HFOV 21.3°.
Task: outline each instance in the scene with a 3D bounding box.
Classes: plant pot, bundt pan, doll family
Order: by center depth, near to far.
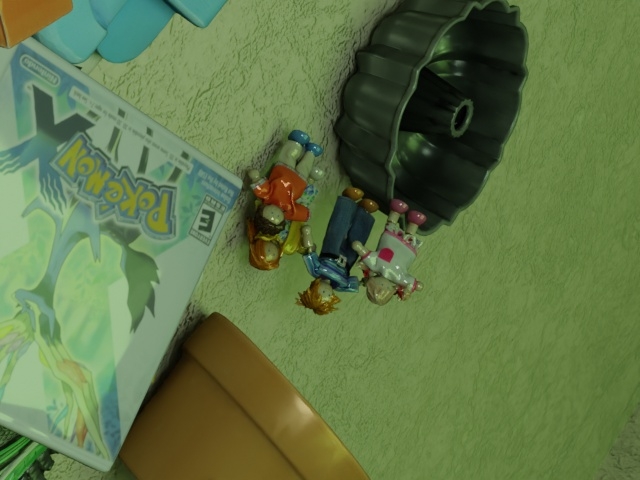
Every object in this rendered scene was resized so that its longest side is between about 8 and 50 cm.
[{"bbox_3d":[-0.105,0.258,2.038,0.203,0.291,0.291,-41,147,-8],"label":"plant pot"},{"bbox_3d":[0.000,0.000,2.099,0.263,0.118,0.163,33,61,-18],"label":"doll family"},{"bbox_3d":[0.136,-0.178,2.234,0.331,0.124,0.331,-38,140,-41],"label":"bundt pan"}]

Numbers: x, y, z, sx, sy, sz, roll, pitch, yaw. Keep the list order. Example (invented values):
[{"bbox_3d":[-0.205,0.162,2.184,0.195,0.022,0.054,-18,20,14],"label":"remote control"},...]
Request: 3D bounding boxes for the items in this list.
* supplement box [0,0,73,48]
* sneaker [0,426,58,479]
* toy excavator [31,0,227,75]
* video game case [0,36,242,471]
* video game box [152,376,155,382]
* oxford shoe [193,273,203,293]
[{"bbox_3d":[-0.308,-0.217,1.355,0.078,0.233,0.080,-40,134,-37],"label":"supplement box"},{"bbox_3d":[-0.309,0.149,1.719,0.146,0.134,0.343,36,77,-24],"label":"sneaker"},{"bbox_3d":[-0.232,-0.212,1.569,0.445,0.222,0.433,-50,151,0],"label":"toy excavator"},{"bbox_3d":[-0.239,0.008,1.461,0.329,0.036,0.300,34,76,-42],"label":"video game case"},{"bbox_3d":[-0.229,0.068,1.897,0.187,0.048,0.205,-2,113,-55],"label":"video game box"},{"bbox_3d":[-0.284,-0.005,1.530,0.169,0.130,0.449,-42,137,22],"label":"oxford shoe"}]
